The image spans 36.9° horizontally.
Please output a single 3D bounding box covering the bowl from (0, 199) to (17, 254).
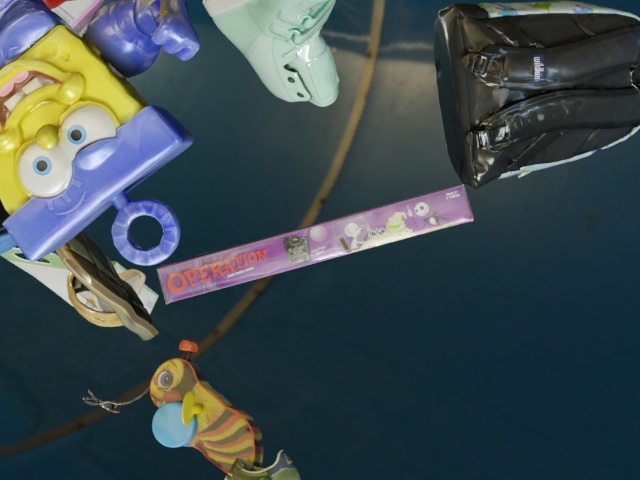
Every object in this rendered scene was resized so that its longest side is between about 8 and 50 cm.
[{"bbox_3d":[-0.526,-0.158,1.320,0.077,0.391,0.391,-24,-140,41],"label":"bowl"}]

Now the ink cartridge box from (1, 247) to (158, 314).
[{"bbox_3d":[-0.394,0.048,1.528,0.171,0.235,0.056,6,-117,33],"label":"ink cartridge box"}]

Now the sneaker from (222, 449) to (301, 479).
[{"bbox_3d":[-0.119,0.369,1.437,0.192,0.064,0.086,-18,-99,13],"label":"sneaker"}]

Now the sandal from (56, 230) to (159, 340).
[{"bbox_3d":[-0.207,0.052,0.902,0.049,0.180,0.072,-30,-123,-3],"label":"sandal"}]

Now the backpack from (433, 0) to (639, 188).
[{"bbox_3d":[0.364,-0.256,1.536,0.356,0.290,0.273,-11,-166,-5],"label":"backpack"}]

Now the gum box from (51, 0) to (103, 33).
[{"bbox_3d":[-0.315,-0.225,1.051,0.107,0.062,0.188,-27,-154,55],"label":"gum box"}]

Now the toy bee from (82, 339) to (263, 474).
[{"bbox_3d":[-0.210,0.247,1.514,0.162,0.298,0.195,-65,-174,-5],"label":"toy bee"}]

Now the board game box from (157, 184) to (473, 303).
[{"bbox_3d":[0.000,0.000,1.130,0.347,0.056,0.208,-15,-174,5],"label":"board game box"}]

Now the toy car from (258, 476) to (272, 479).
[{"bbox_3d":[-0.133,0.430,1.339,0.053,0.239,0.225,37,-102,27],"label":"toy car"}]

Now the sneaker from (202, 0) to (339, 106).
[{"bbox_3d":[0.001,-0.206,0.912,0.094,0.151,0.256,-46,-156,-21],"label":"sneaker"}]

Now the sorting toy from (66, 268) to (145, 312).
[{"bbox_3d":[-0.277,0.060,1.209,0.075,0.044,0.083,26,-148,28],"label":"sorting toy"}]

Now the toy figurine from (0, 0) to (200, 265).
[{"bbox_3d":[-0.130,-0.092,0.564,0.363,0.217,0.191,-37,178,1],"label":"toy figurine"}]
